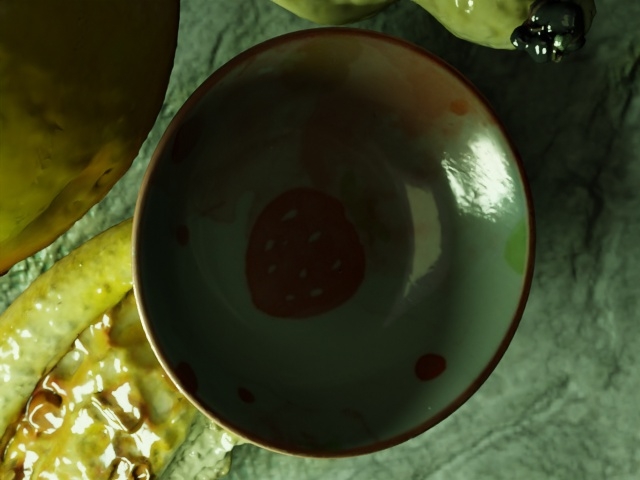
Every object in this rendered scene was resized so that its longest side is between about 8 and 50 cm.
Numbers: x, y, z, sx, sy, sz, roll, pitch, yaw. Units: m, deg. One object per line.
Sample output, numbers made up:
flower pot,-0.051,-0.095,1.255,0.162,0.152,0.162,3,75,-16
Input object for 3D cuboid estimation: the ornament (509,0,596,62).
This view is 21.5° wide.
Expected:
ornament,0.179,-0.181,0.978,0.081,0.088,0.203,26,75,-2

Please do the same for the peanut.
peanut,0.043,-0.178,1.023,0.229,0.103,0.098,10,60,4

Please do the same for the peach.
peach,-0.257,-0.137,0.957,0.373,0.290,0.372,-2,94,-26

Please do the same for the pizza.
pizza,-0.155,0.128,1.122,0.182,0.074,0.365,39,104,5

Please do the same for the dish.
dish,0.000,0.000,1.051,0.260,0.085,0.260,-1,94,-20
